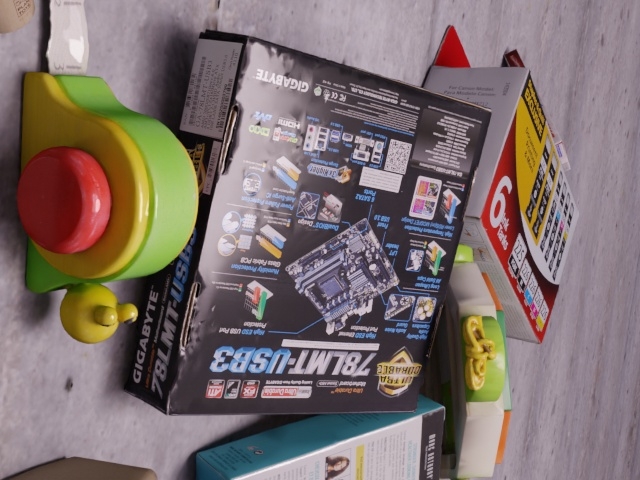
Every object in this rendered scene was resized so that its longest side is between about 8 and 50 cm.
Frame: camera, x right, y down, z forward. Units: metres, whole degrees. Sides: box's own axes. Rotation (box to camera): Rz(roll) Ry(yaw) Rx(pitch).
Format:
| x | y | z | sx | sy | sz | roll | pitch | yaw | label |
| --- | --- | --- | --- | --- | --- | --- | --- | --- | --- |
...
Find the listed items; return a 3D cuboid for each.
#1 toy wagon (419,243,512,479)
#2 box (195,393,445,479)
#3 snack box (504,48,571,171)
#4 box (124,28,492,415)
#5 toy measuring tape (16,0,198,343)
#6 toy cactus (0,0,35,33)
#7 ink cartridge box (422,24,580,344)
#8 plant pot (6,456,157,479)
| x | y | z | sx | sy | sz | roll | pitch | yaw | label |
| --- | --- | --- | --- | --- | --- | --- | --- | --- | --- |
| 0.143 | 0.141 | 1.106 | 0.344 | 0.068 | 0.267 | 120 | -32 | -74 | toy wagon |
| 0.004 | 0.218 | 0.980 | 0.244 | 0.060 | 0.101 | -11 | 112 | -34 | box |
| 0.287 | -0.173 | 1.402 | 0.064 | 0.022 | 0.178 | 53 | 17 | -51 | snack box |
| 0.000 | 0.000 | 0.894 | 0.295 | 0.073 | 0.294 | 8 | 99 | -43 | box |
| -0.134 | -0.091 | 0.695 | 0.121 | 0.121 | 0.330 | -9 | 105 | -59 | toy measuring tape |
| -0.198 | -0.196 | 0.586 | 0.181 | 0.112 | 0.219 | 75 | 27 | -51 | toy cactus |
| 0.216 | -0.067 | 1.296 | 0.309 | 0.130 | 0.272 | 53 | 52 | -51 | ink cartridge box |
| -0.166 | 0.212 | 0.741 | 0.096 | 0.108 | 0.109 | -43 | 134 | -63 | plant pot |
